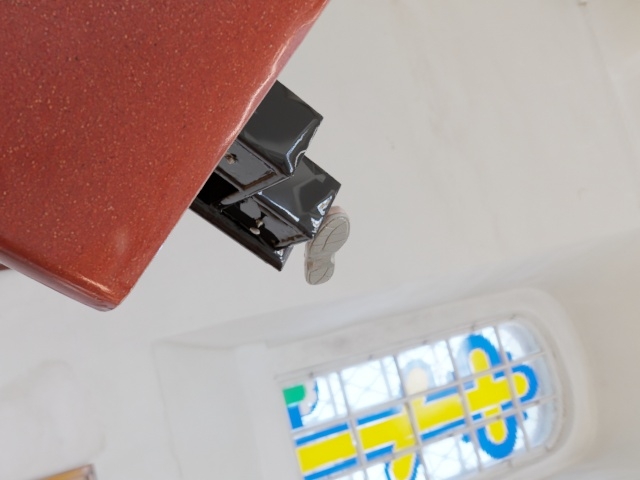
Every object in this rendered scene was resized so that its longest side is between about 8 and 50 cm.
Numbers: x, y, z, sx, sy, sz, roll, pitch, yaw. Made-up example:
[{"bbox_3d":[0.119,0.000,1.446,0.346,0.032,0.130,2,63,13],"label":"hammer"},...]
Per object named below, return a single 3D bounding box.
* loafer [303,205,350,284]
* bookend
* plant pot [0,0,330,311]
[{"bbox_3d":[0.000,0.000,0.852,0.125,0.045,0.039,106,-31,-51],"label":"loafer"},{"bbox_3d":[-0.043,-0.055,0.637,0.156,0.157,0.072,-16,-137,57],"label":"bookend"},{"bbox_3d":[-0.167,-0.169,0.356,0.267,0.235,0.267,41,-82,38],"label":"plant pot"}]
